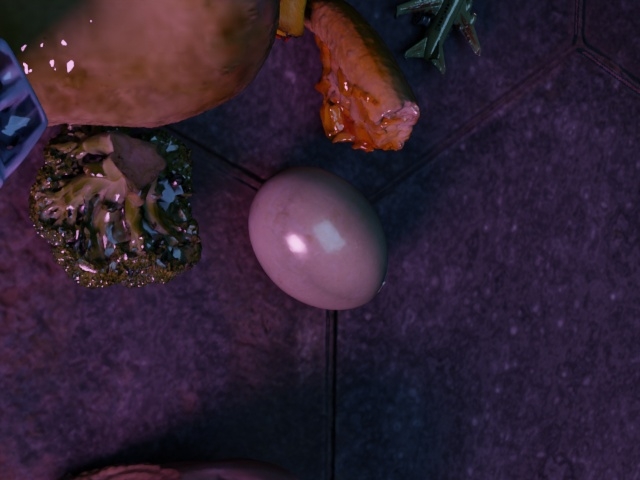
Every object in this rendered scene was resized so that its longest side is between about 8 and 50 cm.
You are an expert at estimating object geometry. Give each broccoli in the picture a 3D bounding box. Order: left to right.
[{"bbox_3d":[-0.173,-0.036,1.447,0.145,0.138,0.162,-4,62,-26],"label":"broccoli"}]

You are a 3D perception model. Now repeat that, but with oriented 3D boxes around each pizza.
[{"bbox_3d":[0.027,-0.140,1.552,0.062,0.182,0.161,-22,150,-13],"label":"pizza"}]

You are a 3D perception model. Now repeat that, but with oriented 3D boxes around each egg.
[{"bbox_3d":[0.000,0.000,1.558,0.152,0.114,0.114,46,75,-24],"label":"egg"}]

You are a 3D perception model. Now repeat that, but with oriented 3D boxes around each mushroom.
[{"bbox_3d":[-0.167,-0.180,1.302,0.217,0.212,0.292,-32,148,-33],"label":"mushroom"}]

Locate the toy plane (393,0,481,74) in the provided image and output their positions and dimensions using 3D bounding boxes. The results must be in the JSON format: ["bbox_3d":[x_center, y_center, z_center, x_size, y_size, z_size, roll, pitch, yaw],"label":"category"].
[{"bbox_3d":[0.117,-0.216,1.631,0.102,0.040,0.111,21,87,-33],"label":"toy plane"}]

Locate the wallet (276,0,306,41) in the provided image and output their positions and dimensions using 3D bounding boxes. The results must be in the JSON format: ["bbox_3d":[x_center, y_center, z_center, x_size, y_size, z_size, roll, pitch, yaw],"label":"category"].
[{"bbox_3d":[-0.110,-0.262,1.474,0.241,0.067,0.141,9,92,-31],"label":"wallet"}]

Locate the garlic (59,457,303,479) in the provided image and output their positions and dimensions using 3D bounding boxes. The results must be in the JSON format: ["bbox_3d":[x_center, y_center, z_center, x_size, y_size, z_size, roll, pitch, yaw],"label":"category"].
[{"bbox_3d":[-0.104,0.304,1.503,0.237,0.210,0.292,-42,108,-25],"label":"garlic"}]

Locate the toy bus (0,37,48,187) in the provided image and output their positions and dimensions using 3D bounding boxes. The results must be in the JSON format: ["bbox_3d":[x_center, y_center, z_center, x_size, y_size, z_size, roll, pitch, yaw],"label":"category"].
[{"bbox_3d":[-0.325,-0.080,1.226,0.136,0.329,0.109,-38,117,-31],"label":"toy bus"}]
